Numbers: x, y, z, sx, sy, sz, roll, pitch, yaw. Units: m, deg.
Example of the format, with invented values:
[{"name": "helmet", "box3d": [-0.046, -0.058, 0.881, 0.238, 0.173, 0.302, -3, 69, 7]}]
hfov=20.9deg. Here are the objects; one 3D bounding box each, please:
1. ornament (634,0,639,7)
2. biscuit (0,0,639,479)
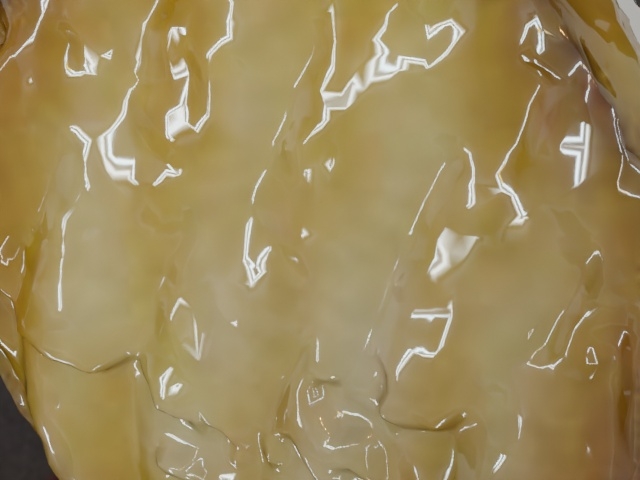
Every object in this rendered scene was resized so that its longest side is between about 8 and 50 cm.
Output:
[{"name": "ornament", "box3d": [0.442, -0.279, 1.709, 0.260, 0.106, 0.251, -25, 126, 34]}, {"name": "biscuit", "box3d": [0.000, 0.000, 0.612, 0.296, 0.102, 0.296, 11, 112, 28]}]
